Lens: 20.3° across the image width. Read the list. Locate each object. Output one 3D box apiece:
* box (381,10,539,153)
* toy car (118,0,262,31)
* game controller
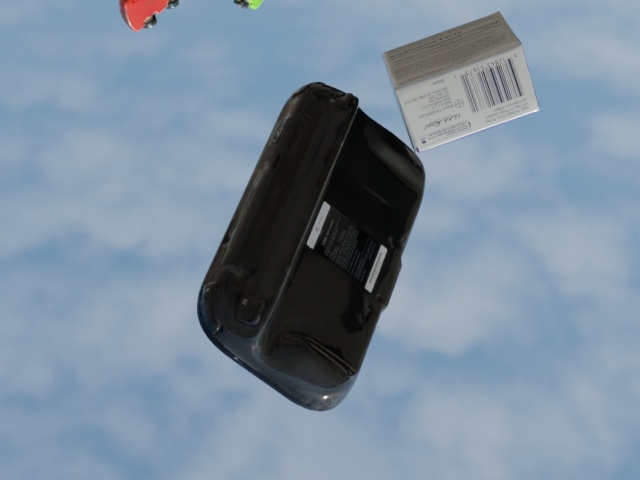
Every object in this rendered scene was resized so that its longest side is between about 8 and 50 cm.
[{"bbox_3d":[0.132,-0.152,1.703,0.126,0.072,0.137,-19,-160,4],"label":"box"},{"bbox_3d":[-0.152,-0.356,2.284,0.053,0.239,0.225,26,-179,38],"label":"toy car"},{"bbox_3d":[0.000,0.000,1.613,0.166,0.067,0.319,43,-132,-24],"label":"game controller"}]
